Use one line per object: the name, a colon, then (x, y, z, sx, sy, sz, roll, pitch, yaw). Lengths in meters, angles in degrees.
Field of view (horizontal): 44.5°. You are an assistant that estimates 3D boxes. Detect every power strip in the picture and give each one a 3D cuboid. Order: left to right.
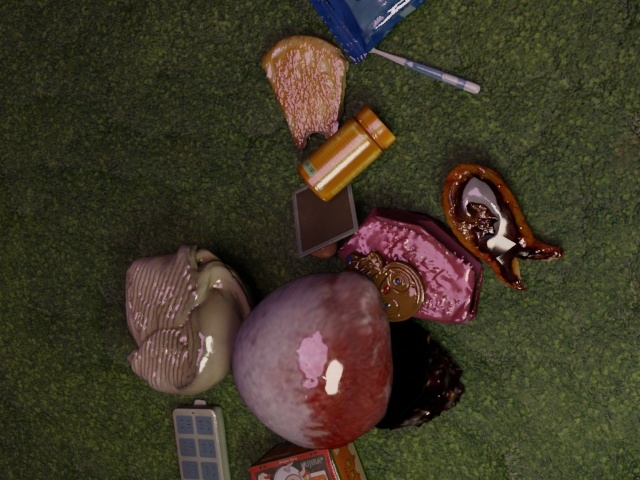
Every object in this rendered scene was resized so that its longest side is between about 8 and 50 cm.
power strip: (-0.270, 0.504, 1.808, 0.118, 0.046, 0.271, -4, 95, 21)

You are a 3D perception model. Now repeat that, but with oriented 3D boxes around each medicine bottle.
medicine bottle: (0.052, -0.173, 1.566, 0.192, 0.096, 0.096, -42, 81, 9)

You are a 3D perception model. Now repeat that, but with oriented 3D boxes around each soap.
soap: (0.197, 0.054, 1.549, 0.289, 0.112, 0.182, 43, 114, 10)

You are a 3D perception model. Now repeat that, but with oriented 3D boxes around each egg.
egg: (0.000, 0.000, 1.635, 0.083, 0.071, 0.071, 42, 108, 8)

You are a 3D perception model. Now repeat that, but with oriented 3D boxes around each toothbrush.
toothbrush: (0.187, -0.346, 1.549, 0.275, 0.025, 0.019, 25, 103, 16)

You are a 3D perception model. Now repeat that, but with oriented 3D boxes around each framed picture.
framed picture: (0.008, -0.060, 1.602, 0.142, 0.011, 0.183, -26, 48, 21)

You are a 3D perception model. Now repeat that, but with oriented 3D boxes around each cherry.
cherry: (-0.016, 0.217, 1.488, 0.326, 0.291, 0.335, 12, 112, 41)

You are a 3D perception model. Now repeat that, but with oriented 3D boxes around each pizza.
pizza: (-0.014, -0.303, 1.624, 0.181, 0.034, 0.262, -16, 92, 21)

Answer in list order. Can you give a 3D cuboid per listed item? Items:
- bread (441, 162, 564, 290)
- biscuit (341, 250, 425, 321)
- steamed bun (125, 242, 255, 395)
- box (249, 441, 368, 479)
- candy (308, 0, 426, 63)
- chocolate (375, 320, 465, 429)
bread: (0.334, -0.030, 1.504, 0.139, 0.095, 0.269, -41, 96, 22)
biscuit: (0.119, 0.088, 1.513, 0.175, 0.026, 0.124, 26, 109, 18)
steamed bun: (-0.264, 0.174, 1.684, 0.324, 0.219, 0.310, -19, 74, 46)
box: (-0.017, 0.519, 1.661, 0.194, 0.148, 0.178, -20, 88, 21)
candy: (0.146, -0.505, 1.522, 0.331, 0.077, 0.187, -35, 78, 17)
chocolate: (0.204, 0.280, 1.577, 0.224, 0.177, 0.206, -51, 34, 31)
